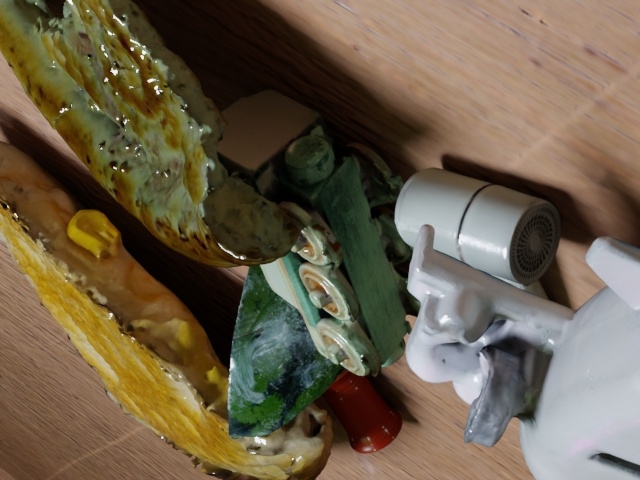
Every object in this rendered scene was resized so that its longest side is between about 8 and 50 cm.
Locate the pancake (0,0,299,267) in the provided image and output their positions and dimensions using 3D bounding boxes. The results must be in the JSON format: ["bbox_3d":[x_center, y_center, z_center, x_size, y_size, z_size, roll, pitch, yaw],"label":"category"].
[{"bbox_3d":[-0.125,-0.084,0.798,0.376,0.054,0.197,36,148,46],"label":"pancake"}]

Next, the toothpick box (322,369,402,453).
[{"bbox_3d":[0.024,0.120,1.024,0.047,0.047,0.083,8,138,52],"label":"toothpick box"}]

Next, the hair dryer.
[{"bbox_3d":[0.102,0.018,0.745,0.082,0.047,0.137,20,155,42],"label":"hair dryer"}]

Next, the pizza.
[{"bbox_3d":[-0.143,0.109,1.195,0.435,0.080,0.392,42,162,23],"label":"pizza"}]

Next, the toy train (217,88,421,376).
[{"bbox_3d":[0.000,0.000,0.827,0.125,0.081,0.194,33,155,40],"label":"toy train"}]

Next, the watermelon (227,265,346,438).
[{"bbox_3d":[-0.024,0.070,0.942,0.101,0.155,0.080,21,168,-5],"label":"watermelon"}]

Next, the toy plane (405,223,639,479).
[{"bbox_3d":[0.163,0.060,0.621,0.266,0.123,0.267,18,152,10],"label":"toy plane"}]
